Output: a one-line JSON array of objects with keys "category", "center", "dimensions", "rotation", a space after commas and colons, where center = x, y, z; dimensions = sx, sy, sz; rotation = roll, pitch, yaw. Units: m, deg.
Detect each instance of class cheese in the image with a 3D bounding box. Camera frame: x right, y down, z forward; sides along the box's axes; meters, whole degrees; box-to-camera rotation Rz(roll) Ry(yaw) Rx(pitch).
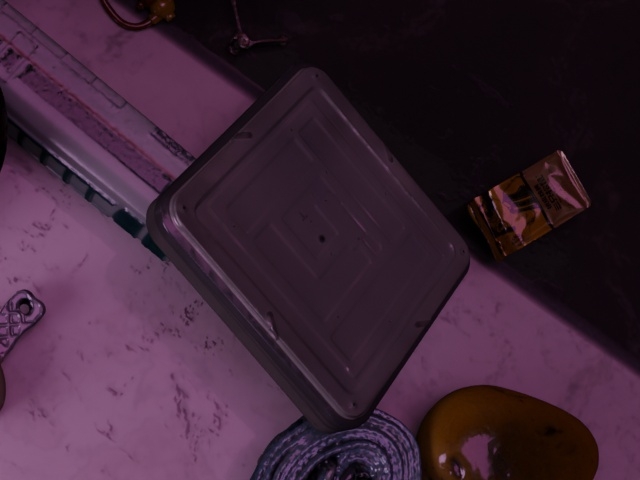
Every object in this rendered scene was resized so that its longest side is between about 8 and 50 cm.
[{"category": "cheese", "center": [-0.304, 0.117, 1.090], "dimensions": [0.171, 0.047, 0.092], "rotation": [-29, 91, -23]}]

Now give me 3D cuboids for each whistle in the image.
[{"category": "whistle", "center": [-0.185, -0.252, 1.215], "dimensions": [0.057, 0.046, 0.109], "rotation": [-36, 96, -36]}]

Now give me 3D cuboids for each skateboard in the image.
[{"category": "skateboard", "center": [-0.069, -0.230, 1.255], "dimensions": [0.063, 0.032, 0.083], "rotation": [-11, 83, -30]}]

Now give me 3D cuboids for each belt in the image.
[{"category": "belt", "center": [0.010, 0.226, 1.145], "dimensions": [0.163, 0.082, 0.148], "rotation": [-2, 66, -12]}]

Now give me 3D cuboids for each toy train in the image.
[{"category": "toy train", "center": [-0.267, -0.139, 1.142], "dimensions": [0.407, 0.086, 0.088], "rotation": [40, 73, -5]}]

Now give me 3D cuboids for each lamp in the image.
[{"category": "lamp", "center": [0.000, 0.000, 1.153], "dimensions": [0.266, 0.047, 0.269], "rotation": [49, 48, -11]}]

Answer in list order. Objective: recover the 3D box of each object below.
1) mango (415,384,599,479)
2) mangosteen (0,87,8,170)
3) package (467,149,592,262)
[{"category": "mango", "center": [0.182, 0.203, 1.198], "dimensions": [0.195, 0.098, 0.137], "rotation": [-3, 75, -23]}, {"category": "mangosteen", "center": [-0.374, -0.090, 1.045], "dimensions": [0.216, 0.216, 0.216], "rotation": [4, 77, -17]}, {"category": "package", "center": [0.206, -0.033, 1.284], "dimensions": [0.131, 0.047, 0.071], "rotation": [-31, 91, -20]}]
